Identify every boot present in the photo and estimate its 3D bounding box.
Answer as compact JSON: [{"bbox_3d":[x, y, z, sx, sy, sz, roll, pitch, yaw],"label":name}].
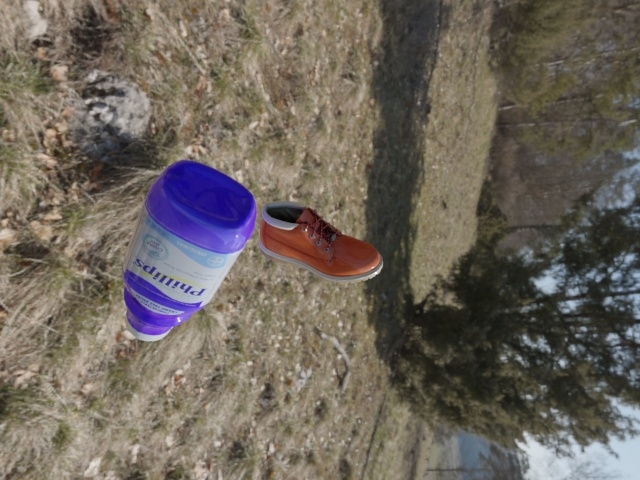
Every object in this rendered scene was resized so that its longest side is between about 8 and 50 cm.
[{"bbox_3d":[0.000,0.000,0.575,0.084,0.158,0.059,95,11,-51],"label":"boot"}]

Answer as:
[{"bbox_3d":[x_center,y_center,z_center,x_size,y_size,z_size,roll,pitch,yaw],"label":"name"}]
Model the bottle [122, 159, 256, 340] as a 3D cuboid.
[{"bbox_3d":[-0.178,0.032,0.591,0.118,0.283,0.092,28,43,-12],"label":"bottle"}]
